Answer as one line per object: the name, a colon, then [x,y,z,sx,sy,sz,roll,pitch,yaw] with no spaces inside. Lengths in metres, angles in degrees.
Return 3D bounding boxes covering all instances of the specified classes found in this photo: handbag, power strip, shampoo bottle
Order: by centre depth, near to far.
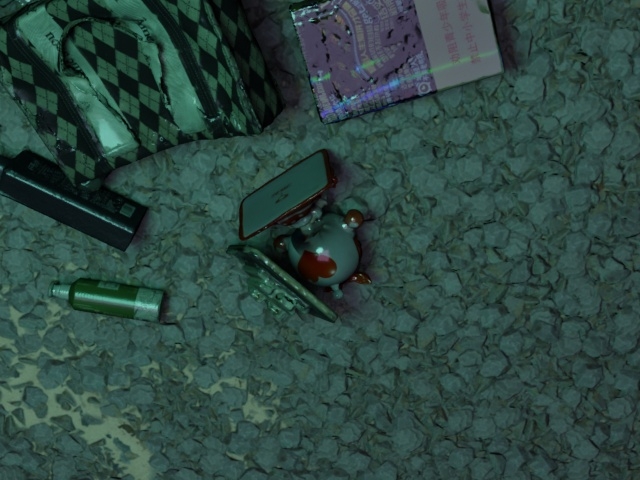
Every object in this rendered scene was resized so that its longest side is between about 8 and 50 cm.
handbag: [-0.287,-0.260,1.510,0.416,0.180,0.316,-13,114,24]
power strip: [-0.079,0.087,1.639,0.198,0.213,0.064,39,82,-11]
shampoo bottle: [-0.454,-0.085,1.645,0.309,0.098,0.071,27,117,-8]
shampoo bottle: [-0.386,0.103,1.733,0.205,0.065,0.065,9,110,-3]

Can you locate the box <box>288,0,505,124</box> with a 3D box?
box: [0.124,-0.323,1.546,0.310,0.084,0.198,-15,110,7]

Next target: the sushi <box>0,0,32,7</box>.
sushi: [-0.541,-0.526,1.437,0.418,0.176,0.417,1,107,3]

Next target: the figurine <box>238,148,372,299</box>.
figurine: [0.000,0.000,1.648,0.183,0.160,0.226,-32,115,13]
